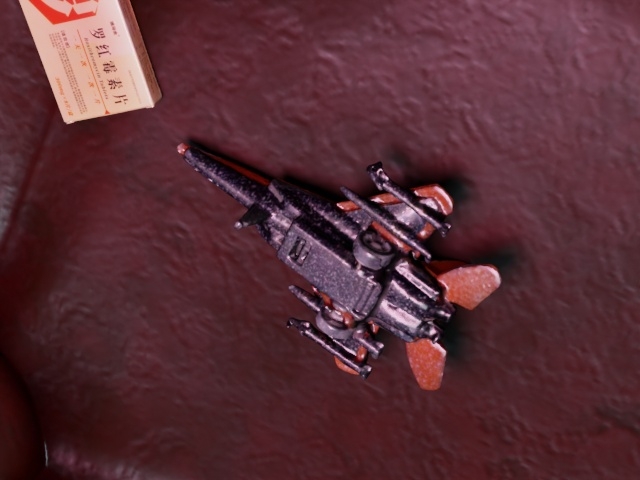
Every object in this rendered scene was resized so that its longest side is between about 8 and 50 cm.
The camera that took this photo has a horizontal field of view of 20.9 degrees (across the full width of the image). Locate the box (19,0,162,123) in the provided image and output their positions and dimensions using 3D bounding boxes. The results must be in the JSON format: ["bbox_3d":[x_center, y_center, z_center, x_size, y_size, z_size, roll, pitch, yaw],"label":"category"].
[{"bbox_3d":[-0.127,-0.112,0.944,0.058,0.015,0.093,-10,113,21],"label":"box"}]

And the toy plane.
[{"bbox_3d":[-0.001,0.002,0.933,0.189,0.061,0.130,28,122,3],"label":"toy plane"}]
